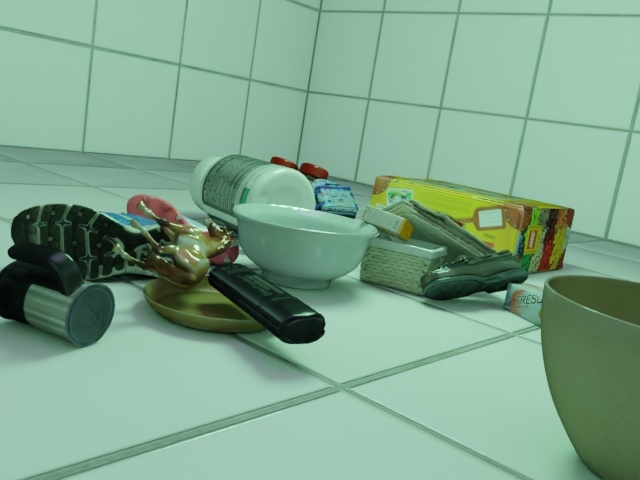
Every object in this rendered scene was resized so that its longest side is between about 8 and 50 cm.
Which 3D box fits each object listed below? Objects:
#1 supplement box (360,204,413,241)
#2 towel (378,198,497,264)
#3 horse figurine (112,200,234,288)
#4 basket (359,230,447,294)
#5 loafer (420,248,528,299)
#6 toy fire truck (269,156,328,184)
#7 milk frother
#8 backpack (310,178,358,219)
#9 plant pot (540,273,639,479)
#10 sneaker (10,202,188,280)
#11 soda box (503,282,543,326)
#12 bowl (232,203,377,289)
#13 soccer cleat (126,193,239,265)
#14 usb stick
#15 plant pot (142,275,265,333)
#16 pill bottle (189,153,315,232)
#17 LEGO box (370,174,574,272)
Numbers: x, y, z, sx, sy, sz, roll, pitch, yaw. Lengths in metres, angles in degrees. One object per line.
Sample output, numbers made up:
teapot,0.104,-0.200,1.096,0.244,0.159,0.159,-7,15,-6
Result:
supplement box,0.141,-0.037,1.398,0.098,0.036,0.062,23,-6,29
towel,0.257,-0.001,1.510,0.282,0.049,0.187,32,-21,-18
horse figurine,-0.234,0.011,1.071,0.174,0.066,0.263,34,16,-16
basket,0.178,0.048,1.443,0.167,0.103,0.113,15,11,25
loafer,0.315,0.068,1.390,0.267,0.096,0.084,-2,59,-28
toy fire truck,-0.059,-0.160,2.294,0.302,0.169,0.254,16,-6,29
milk frother,-0.363,0.087,0.822,0.134,0.129,0.143,13,54,24
backpack,0.025,-0.126,2.059,0.158,0.117,0.173,5,47,-22
plant pot,0.370,0.165,0.711,0.284,0.191,0.284,8,10,-2
sneaker,-0.379,0.009,1.183,0.330,0.130,0.147,11,-2,-29
soda box,0.449,0.137,1.319,0.063,0.058,0.183,5,10,-23
bowl,-0.039,0.017,1.333,0.297,0.134,0.298,8,9,-1
soccer cleat,-0.283,-0.016,1.352,0.248,0.083,0.095,25,-12,-14
usb stick,-0.087,0.088,0.973,0.077,0.045,0.278,-5,16,-30
plant pot,-0.163,0.101,1.046,0.236,0.032,0.236,8,11,-2
pill bottle,-0.195,-0.119,1.752,0.204,0.204,0.361,1,13,-38
LEGO box,0.458,-0.058,2.022,0.500,0.193,0.372,18,13,41
